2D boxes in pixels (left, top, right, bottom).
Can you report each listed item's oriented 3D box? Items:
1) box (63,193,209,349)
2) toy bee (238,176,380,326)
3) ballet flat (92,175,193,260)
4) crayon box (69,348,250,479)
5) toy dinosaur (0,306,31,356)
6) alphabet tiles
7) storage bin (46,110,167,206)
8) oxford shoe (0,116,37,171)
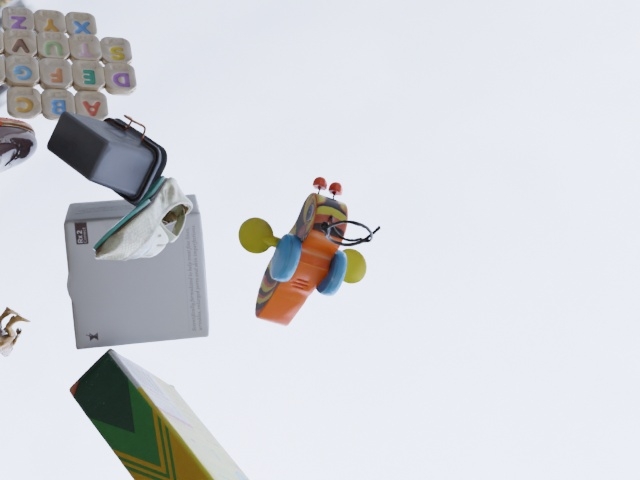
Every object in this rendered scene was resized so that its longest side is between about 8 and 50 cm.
[{"bbox_3d":[-0.250,0.040,1.332,0.181,0.181,0.119,-4,-164,-9],"label":"box"},{"bbox_3d":[0.000,0.000,1.428,0.298,0.195,0.162,-25,-135,36],"label":"toy bee"},{"bbox_3d":[-0.157,-0.015,0.913,0.057,0.052,0.168,-39,-169,25],"label":"ballet flat"},{"bbox_3d":[-0.172,0.299,1.266,0.081,0.202,0.318,-44,-120,-4],"label":"crayon box"},{"bbox_3d":[-0.593,0.180,1.793,0.112,0.064,0.211,-60,167,-8],"label":"toy dinosaur"},{"bbox_3d":[-0.474,-0.320,1.734,0.021,0.284,0.278,116,-32,-48],"label":"alphabet tiles"},{"bbox_3d":[-0.273,-0.115,1.231,0.135,0.091,0.098,33,-81,35],"label":"storage bin"},{"bbox_3d":[-0.423,-0.072,1.156,0.097,0.098,0.271,-51,172,33],"label":"oxford shoe"}]
